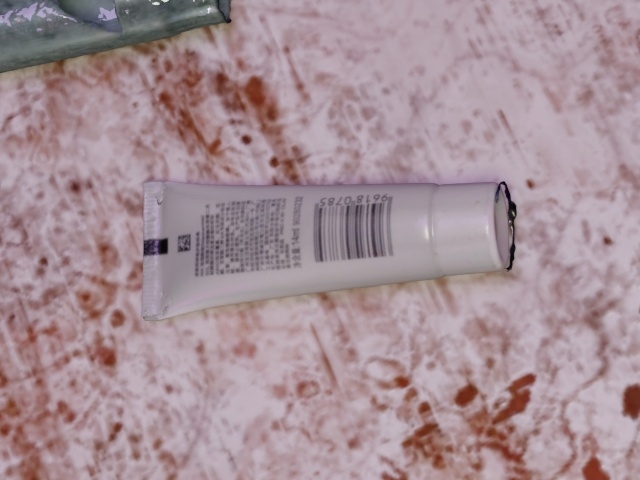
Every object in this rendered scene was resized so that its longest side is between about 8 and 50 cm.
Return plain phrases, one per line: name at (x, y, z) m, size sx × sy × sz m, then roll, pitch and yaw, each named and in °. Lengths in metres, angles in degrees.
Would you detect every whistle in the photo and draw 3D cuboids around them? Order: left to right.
whistle at (-0.215, -0.144, 1.246) m, size 0.312 × 0.062 × 0.062 m, roll -11°, pitch 72°, yaw 9°

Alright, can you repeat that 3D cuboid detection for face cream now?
face cream at (0.000, 0.000, 1.166) m, size 0.243 × 0.058 × 0.092 m, roll -3°, pitch 79°, yaw 17°
